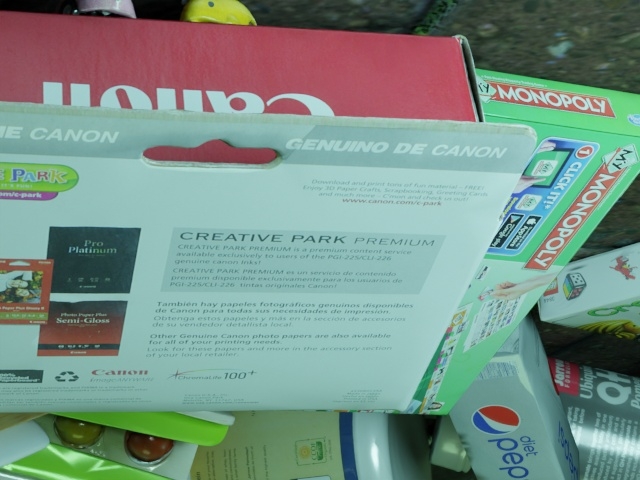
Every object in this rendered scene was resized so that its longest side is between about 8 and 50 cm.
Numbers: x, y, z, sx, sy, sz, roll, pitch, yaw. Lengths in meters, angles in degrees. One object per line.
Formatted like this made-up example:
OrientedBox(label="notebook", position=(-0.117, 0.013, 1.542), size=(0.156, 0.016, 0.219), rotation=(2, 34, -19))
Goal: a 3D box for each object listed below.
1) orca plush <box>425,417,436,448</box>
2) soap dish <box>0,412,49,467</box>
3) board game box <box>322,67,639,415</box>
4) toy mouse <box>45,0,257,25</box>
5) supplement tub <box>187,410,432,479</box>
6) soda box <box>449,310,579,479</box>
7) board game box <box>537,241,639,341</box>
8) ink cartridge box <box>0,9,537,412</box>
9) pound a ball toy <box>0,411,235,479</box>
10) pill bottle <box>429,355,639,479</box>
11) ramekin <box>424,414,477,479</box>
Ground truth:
OrientedBox(label="orca plush", position=(0.061, 0.270, 1.888), size=(0.287, 0.102, 0.151), rotation=(-6, -167, 26))
OrientedBox(label="soap dish", position=(-0.401, 0.173, 1.267), size=(0.229, 0.118, 0.290), rotation=(-17, -179, 43))
OrientedBox(label="board game box", position=(0.063, 0.013, 1.017), size=(0.213, 0.046, 0.317), rotation=(5, 137, -28))
OrientedBox(label="toy mouse", position=(-0.108, -0.112, 0.804), size=(0.143, 0.031, 0.161), rotation=(-11, 161, 23))
OrientedBox(label="supplement tub", position=(-0.048, 0.259, 1.701), size=(0.316, 0.228, 0.228), rotation=(-9, 162, 16))
OrientedBox(label="soda box", position=(0.191, 0.173, 1.488), size=(0.091, 0.098, 0.286), rotation=(-9, 133, 18))
OrientedBox(label="board game box", position=(0.374, 0.031, 1.333), size=(0.193, 0.053, 0.305), rotation=(13, 157, -42))
OrientedBox(label="ink cartridge box", position=(-0.076, -0.026, 0.771), size=(0.309, 0.130, 0.272), rotation=(2, 145, -14))
OrientedBox(label="pound a ball toy", position=(-0.209, 0.163, 1.531), size=(0.319, 0.208, 0.135), rotation=(17, 179, -22))
OrientedBox(label="pill bottle", position=(0.293, 0.230, 1.699), size=(0.318, 0.176, 0.176), rotation=(13, 163, 2))
OrientedBox(label="ramekin", position=(0.251, 0.287, 2.016), size=(0.277, 0.135, 0.277), rotation=(-4, 163, -1))
